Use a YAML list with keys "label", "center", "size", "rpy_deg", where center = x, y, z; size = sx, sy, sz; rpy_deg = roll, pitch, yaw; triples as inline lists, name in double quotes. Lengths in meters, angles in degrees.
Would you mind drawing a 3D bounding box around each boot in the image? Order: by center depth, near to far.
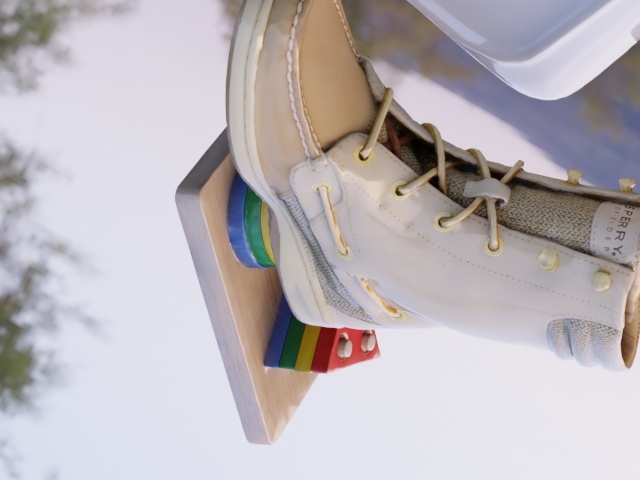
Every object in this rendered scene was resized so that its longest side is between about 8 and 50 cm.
- label: "boot"
  center: [0.067, -0.030, 0.932]
  size: [0.203, 0.095, 0.262]
  rpy_deg: [11, 143, 21]

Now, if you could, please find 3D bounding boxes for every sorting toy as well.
- label: "sorting toy"
  center: [0.000, 0.000, 1.564]
  size: [0.089, 0.257, 0.255]
  rpy_deg: [3, -144, 26]

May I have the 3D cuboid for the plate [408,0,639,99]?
- label: "plate"
  center: [0.070, -0.190, 0.878]
  size: [0.277, 0.045, 0.278]
  rpy_deg: [38, 152, -8]
